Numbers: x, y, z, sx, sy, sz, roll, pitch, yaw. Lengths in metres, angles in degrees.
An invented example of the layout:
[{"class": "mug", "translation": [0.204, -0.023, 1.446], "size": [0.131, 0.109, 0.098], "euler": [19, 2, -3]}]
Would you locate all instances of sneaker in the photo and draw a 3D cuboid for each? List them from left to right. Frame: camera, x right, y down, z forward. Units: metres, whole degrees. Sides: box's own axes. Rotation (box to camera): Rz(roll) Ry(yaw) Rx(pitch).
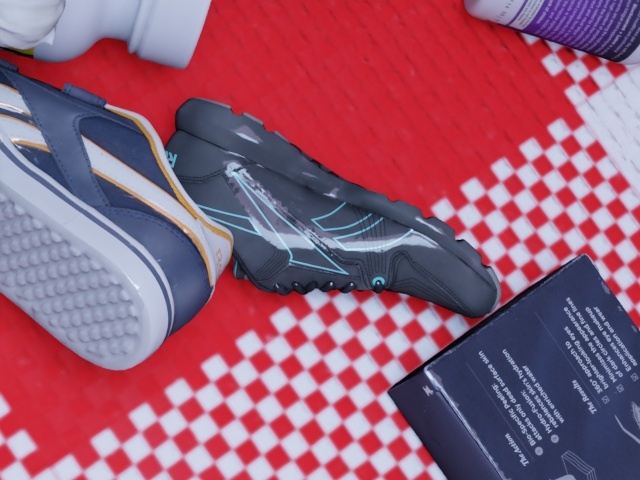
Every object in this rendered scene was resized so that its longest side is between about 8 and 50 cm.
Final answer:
[{"class": "sneaker", "translation": [-0.202, -0.049, 0.921], "size": [0.321, 0.126, 0.127], "euler": [40, 41, 10]}, {"class": "sneaker", "translation": [0.000, 0.000, 0.988], "size": [0.267, 0.101, 0.106], "euler": [27, 84, 0]}]

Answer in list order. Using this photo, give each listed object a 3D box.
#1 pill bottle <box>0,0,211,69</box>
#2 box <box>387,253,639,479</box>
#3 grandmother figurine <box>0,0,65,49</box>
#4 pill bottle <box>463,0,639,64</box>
[{"class": "pill bottle", "translation": [-0.232, -0.230, 0.926], "size": [0.334, 0.188, 0.187], "euler": [16, 72, -10]}, {"class": "box", "translation": [0.161, 0.121, 0.985], "size": [0.158, 0.093, 0.156], "euler": [-33, 86, -22]}, {"class": "grandmother figurine", "translation": [-0.268, -0.079, 0.811], "size": [0.208, 0.342, 0.104], "euler": [50, 28, -4]}, {"class": "pill bottle", "translation": [0.220, -0.201, 1.081], "size": [0.194, 0.108, 0.108], "euler": [16, 72, -10]}]
